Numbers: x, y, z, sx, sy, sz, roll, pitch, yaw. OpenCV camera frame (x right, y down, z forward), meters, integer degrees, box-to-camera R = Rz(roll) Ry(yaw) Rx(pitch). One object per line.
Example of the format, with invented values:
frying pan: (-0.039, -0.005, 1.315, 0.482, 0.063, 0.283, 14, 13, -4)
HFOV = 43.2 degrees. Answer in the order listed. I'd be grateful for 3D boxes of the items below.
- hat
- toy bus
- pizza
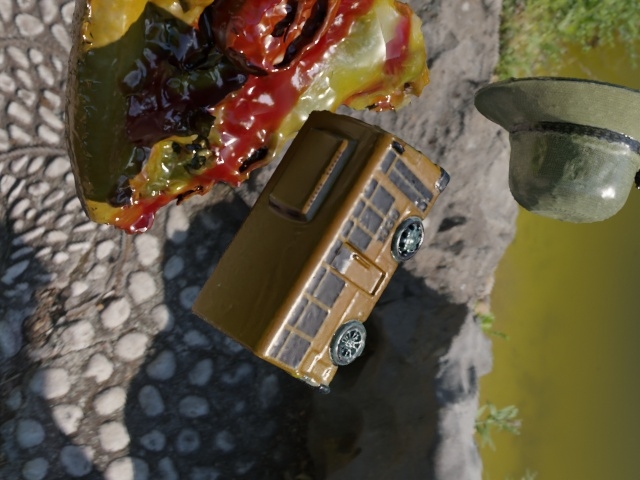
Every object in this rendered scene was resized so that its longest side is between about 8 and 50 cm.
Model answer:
hat: (0.294, -0.090, 0.956, 0.257, 0.257, 0.130, 15, 86, -26)
toy bus: (0.000, 0.000, 0.621, 0.114, 0.098, 0.201, 37, 81, -48)
pizza: (-0.025, -0.190, 0.750, 0.406, 0.439, 0.130, -3, 40, -35)
